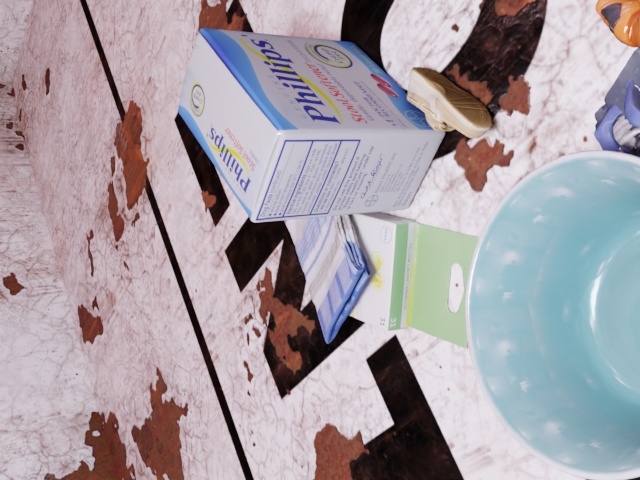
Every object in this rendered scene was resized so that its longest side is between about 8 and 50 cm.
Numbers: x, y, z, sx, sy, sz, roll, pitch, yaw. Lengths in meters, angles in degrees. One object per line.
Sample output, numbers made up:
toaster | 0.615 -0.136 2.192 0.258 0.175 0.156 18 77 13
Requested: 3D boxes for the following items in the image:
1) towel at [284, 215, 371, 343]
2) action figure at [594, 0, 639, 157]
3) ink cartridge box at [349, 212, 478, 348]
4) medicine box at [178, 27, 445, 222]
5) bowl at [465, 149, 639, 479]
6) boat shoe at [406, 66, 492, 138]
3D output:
towel | 0.000 0.000 1.218 0.209 0.034 0.285 114 145 -47
action figure | 0.353 -0.204 0.646 0.341 0.178 0.330 93 156 -78
ink cartridge box | 0.125 0.055 1.100 0.235 0.056 0.171 18 108 53
medicine box | -0.018 -0.172 1.063 0.263 0.289 0.149 53 134 35
bowl | 0.312 0.074 0.734 0.311 0.163 0.312 -15 72 58
boat shoe | 0.173 -0.179 1.002 0.170 0.063 0.059 57 139 45
